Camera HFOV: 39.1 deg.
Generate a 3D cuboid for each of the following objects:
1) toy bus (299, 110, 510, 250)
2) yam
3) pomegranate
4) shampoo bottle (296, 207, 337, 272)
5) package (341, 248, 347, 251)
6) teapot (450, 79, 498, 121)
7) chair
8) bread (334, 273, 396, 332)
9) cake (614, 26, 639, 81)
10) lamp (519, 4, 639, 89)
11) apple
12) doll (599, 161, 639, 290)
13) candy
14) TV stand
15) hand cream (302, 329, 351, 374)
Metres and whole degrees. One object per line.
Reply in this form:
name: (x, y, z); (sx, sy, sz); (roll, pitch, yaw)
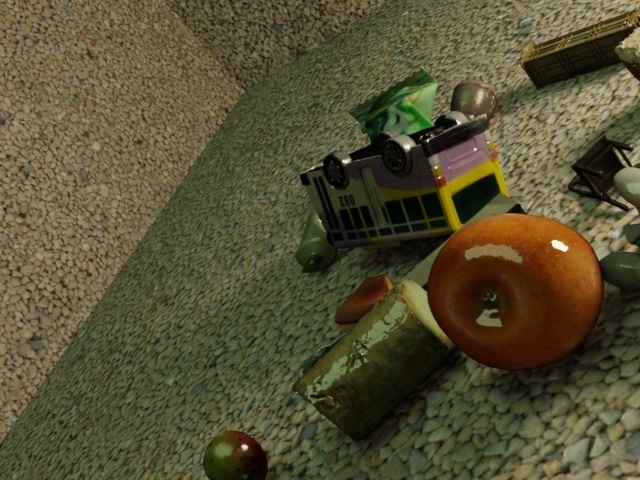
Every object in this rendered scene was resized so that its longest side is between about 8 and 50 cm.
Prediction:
toy bus: (0.177, -0.116, 1.987); (0.209, 0.249, 0.440); (-27, 11, -36)
yam: (0.105, 0.215, 1.607); (0.304, 0.168, 0.168); (-43, 22, -1)
pomegranate: (-0.165, 0.440, 1.703); (0.129, 0.129, 0.159); (-24, 47, 38)
shampoo bottle: (0.000, 0.000, 2.293); (0.118, 0.087, 0.234); (-30, 25, 29)
package: (0.088, -0.005, 2.234); (0.083, 0.029, 0.059); (-33, 18, 43)
teapot: (0.362, -0.316, 2.249); (0.148, 0.116, 0.146); (-11, 48, 45)
chair: (0.508, -0.133, 1.664); (0.084, 0.101, 0.212); (-42, 22, -2)
bread: (0.117, 0.132, 1.870); (0.192, 0.067, 0.119); (-12, 43, 54)
cake: (0.673, -0.354, 1.739); (0.134, 0.147, 0.135); (-37, 20, 9)
lamp: (0.619, -0.445, 2.083); (0.325, 0.089, 0.090); (-12, 36, 53)
apple: (0.300, 0.080, 1.410); (0.272, 0.206, 0.251); (19, 98, 30)
doll: (0.512, -0.024, 1.355); (0.258, 0.153, 0.195); (139, 143, -76)
candy: (0.209, -0.244, 2.314); (0.263, 0.172, 0.398); (-35, 35, 28)
TV stand: (0.288, 0.032, 1.745); (0.269, 0.088, 0.083); (-42, 22, 0)
hand cream: (0.055, 0.223, 1.806); (0.248, 0.075, 0.052); (-30, 29, 35)
